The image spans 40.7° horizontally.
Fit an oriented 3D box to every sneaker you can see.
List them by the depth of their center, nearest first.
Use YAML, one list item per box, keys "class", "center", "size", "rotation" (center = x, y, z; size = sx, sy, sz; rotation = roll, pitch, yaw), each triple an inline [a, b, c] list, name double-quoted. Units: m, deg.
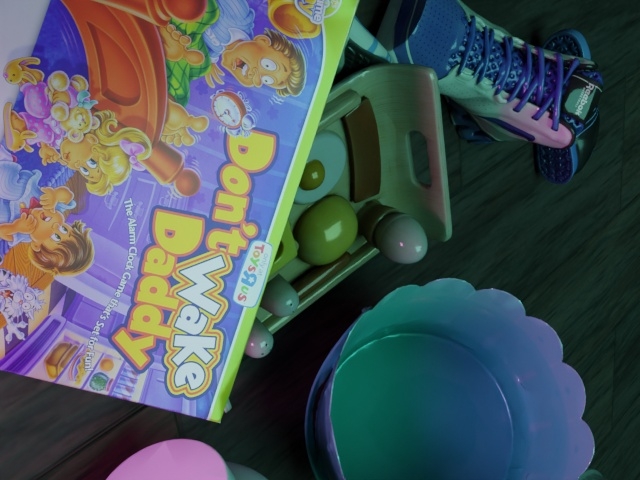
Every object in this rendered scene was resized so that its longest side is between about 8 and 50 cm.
- class: "sneaker"
  center: [-0.001, -0.200, 0.802]
  size: [0.237, 0.085, 0.086]
  rotation: [22, 57, -58]
- class: "sneaker"
  center: [0.212, -0.192, 0.971]
  size: [0.315, 0.182, 0.127]
  rotation: [26, 81, -51]
- class: "sneaker"
  center: [0.353, -0.198, 1.225]
  size: [0.090, 0.081, 0.232]
  rotation: [-40, 137, -38]

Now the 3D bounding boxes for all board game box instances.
- class: "board game box"
  center: [-0.132, -0.071, 0.611]
  size: [0.233, 0.078, 0.347]
  rotation: [19, 87, -24]

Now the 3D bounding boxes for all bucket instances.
- class: "bucket"
  center: [0.122, 0.194, 0.908]
  size: [0.281, 0.281, 0.183]
  rotation: [-56, 177, -20]

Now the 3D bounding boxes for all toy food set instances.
- class: "toy food set"
  center: [0.000, 0.000, 0.801]
  size: [0.306, 0.092, 0.219]
  rotation: [-37, 138, -23]

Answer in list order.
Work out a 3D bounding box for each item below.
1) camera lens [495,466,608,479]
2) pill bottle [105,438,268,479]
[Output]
- class: "camera lens"
  center: [0.215, 0.350, 1.088]
  size: [0.219, 0.274, 0.219]
  rotation: [-21, 118, -45]
- class: "pill bottle"
  center: [-0.088, 0.332, 0.797]
  size: [0.181, 0.181, 0.323]
  rotation: [-46, 133, -30]
